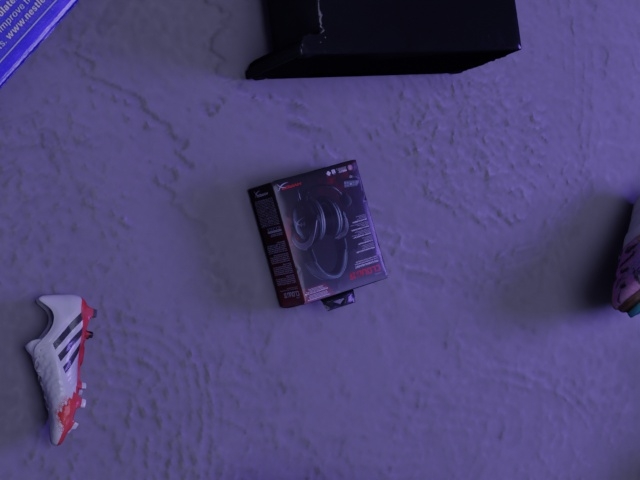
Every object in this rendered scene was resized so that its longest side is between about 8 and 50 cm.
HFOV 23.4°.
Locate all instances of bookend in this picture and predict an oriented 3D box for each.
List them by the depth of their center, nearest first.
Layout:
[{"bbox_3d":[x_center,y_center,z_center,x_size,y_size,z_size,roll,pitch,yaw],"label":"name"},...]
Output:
[{"bbox_3d":[0.030,-0.182,0.938,0.157,0.072,0.156,-6,86,-29],"label":"bookend"}]

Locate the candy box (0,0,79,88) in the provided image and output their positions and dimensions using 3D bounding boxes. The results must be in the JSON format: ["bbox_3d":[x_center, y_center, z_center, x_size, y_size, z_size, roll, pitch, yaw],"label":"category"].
[{"bbox_3d":[-0.285,-0.172,0.730,0.317,0.122,0.268,45,66,-19],"label":"candy box"}]

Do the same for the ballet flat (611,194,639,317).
[{"bbox_3d":[0.264,-0.011,1.059,0.221,0.077,0.079,-18,75,-35],"label":"ballet flat"}]

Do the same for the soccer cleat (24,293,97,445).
[{"bbox_3d":[-0.144,0.069,0.837,0.035,0.029,0.083,12,75,-19],"label":"soccer cleat"}]

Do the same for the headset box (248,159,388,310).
[{"bbox_3d":[0.000,0.000,0.923,0.062,0.032,0.083,-16,91,-30],"label":"headset box"}]
